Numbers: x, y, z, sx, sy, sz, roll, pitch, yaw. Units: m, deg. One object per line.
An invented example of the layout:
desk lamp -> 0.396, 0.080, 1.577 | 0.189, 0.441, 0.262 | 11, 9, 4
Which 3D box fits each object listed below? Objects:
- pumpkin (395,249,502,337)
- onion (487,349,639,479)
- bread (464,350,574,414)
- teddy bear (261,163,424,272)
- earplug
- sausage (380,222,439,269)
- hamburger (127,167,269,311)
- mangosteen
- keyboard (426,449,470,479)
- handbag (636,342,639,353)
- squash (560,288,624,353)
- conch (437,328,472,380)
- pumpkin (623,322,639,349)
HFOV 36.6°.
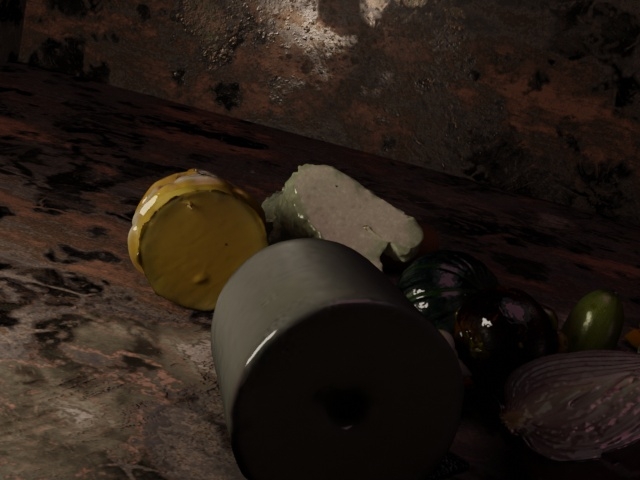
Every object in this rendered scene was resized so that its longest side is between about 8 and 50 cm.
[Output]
pumpkin -> 0.252, 0.142, 1.886 | 0.250, 0.216, 0.250 | 17, 47, -18
onion -> 0.455, 0.283, 1.486 | 0.349, 0.159, 0.267 | -17, 31, 5
bread -> 0.391, 0.257, 1.779 | 0.269, 0.095, 0.139 | -3, 15, -32
teddy bear -> 0.000, 0.000, 2.161 | 0.375, 0.362, 0.327 | 45, 61, 12
earplug -> -0.009, 0.166, 1.406 | 0.313, 0.312, 0.394 | 8, 15, -17
sausage -> 0.144, 0.009, 2.337 | 0.304, 0.121, 0.121 | 3, 20, -34
hamburger -> -0.244, -0.018, 1.897 | 0.276, 0.276, 0.237 | 7, 20, -20
mangosteen -> 0.342, 0.171, 1.682 | 0.217, 0.192, 0.192 | -4, 23, -25
keyboard -> 0.141, 0.342, 1.441 | 0.204, 0.013, 0.061 | -4, 25, -46
handbag -> 0.568, 0.287, 1.568 | 0.127, 0.235, 0.213 | 2, 21, -36
squash -> 0.564, 0.186, 1.996 | 0.123, 0.186, 0.123 | 19, 17, -6
conch -> 0.137, 0.225, 1.679 | 0.255, 0.127, 0.158 | 3, 52, 31
pumpkin -> 0.865, 0.182, 2.221 | 0.281, 0.190, 0.139 | 6, 19, -23
